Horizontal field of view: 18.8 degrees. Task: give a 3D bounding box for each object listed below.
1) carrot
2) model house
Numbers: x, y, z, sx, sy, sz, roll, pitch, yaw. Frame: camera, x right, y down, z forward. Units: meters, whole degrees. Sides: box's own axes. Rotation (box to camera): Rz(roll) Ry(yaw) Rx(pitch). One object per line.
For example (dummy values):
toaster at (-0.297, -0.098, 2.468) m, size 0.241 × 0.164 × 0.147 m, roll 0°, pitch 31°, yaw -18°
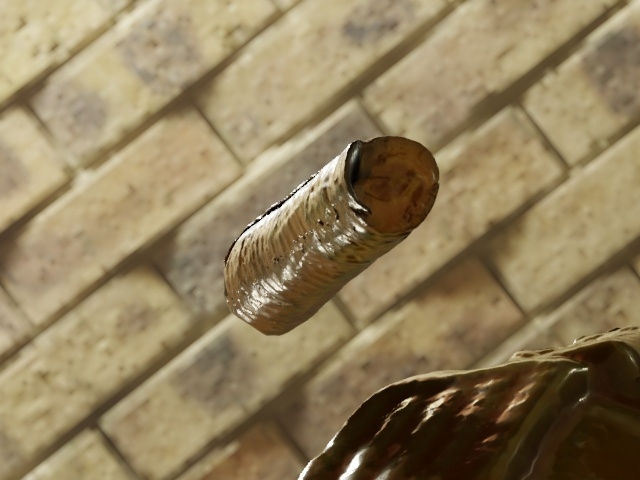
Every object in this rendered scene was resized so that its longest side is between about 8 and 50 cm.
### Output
carrot at (0.000, 0.000, 1.111) m, size 0.070 × 0.070 × 0.260 m, roll -39°, pitch 0°, yaw -23°
model house at (0.120, 0.150, 1.061) m, size 0.268 × 0.239 × 0.173 m, roll -47°, pitch -29°, yaw -41°
